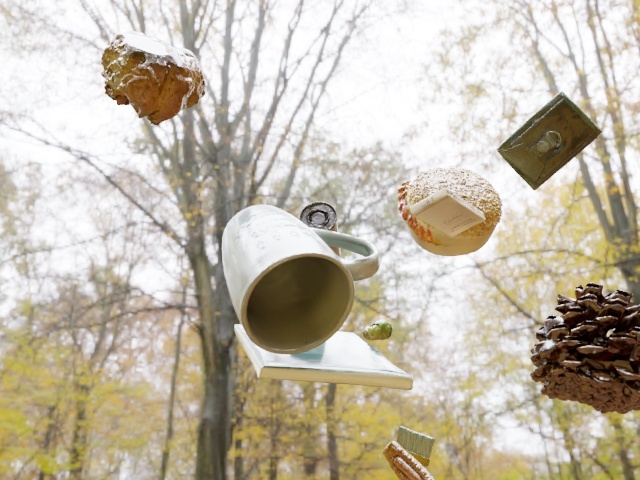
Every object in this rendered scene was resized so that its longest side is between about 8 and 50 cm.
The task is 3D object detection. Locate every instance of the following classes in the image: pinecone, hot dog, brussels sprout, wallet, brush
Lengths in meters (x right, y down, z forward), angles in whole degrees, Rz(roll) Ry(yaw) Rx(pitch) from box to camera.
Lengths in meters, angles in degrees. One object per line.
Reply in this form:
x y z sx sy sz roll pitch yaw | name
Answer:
0.442 0.169 1.198 0.222 0.221 0.221 -1 -30 0 | pinecone
0.156 0.395 1.280 0.044 0.137 0.028 -49 -28 3 | hot dog
0.122 0.201 1.663 0.051 0.046 0.083 -14 -13 -35 | brussels sprout
0.605 -0.266 2.021 0.236 0.160 0.055 -42 -11 9 | wallet
0.168 0.481 1.515 0.083 0.205 0.011 13 -3 36 | brush

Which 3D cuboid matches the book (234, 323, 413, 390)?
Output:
-0.012 0.208 1.412 0.264 0.031 0.379 7 3 -12 | book

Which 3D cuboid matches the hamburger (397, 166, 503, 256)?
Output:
0.375 -0.090 2.182 0.294 0.276 0.179 -11 -41 -7 | hamburger

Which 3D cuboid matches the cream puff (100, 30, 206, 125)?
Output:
-0.373 -0.369 1.688 0.241 0.269 0.154 19 -55 -7 | cream puff

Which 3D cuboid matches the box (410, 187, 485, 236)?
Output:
0.329 -0.070 1.947 0.109 0.029 0.198 -30 -35 29 | box

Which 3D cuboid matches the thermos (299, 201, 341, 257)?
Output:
-0.004 0.007 2.327 0.109 0.136 0.330 -42 -25 -18 | thermos

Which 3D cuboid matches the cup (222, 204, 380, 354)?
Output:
-0.036 0.038 1.276 0.258 0.234 0.186 -14 -57 -13 | cup
